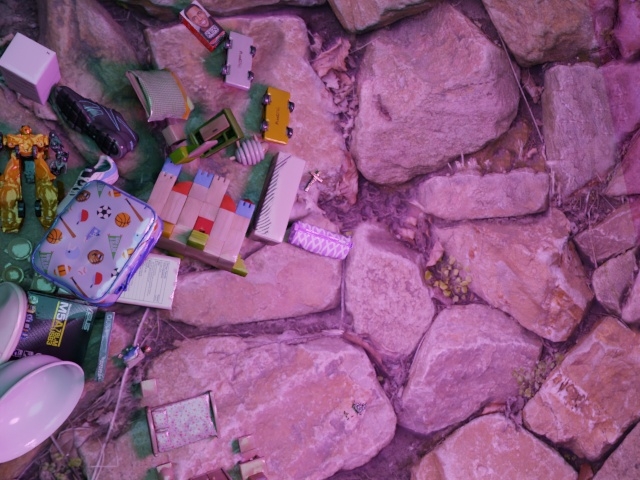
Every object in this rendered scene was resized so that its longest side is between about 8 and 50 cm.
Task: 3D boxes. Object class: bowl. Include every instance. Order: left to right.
[{"bbox_3d":[-0.762,0.397,1.480,0.134,0.297,0.297,33,72,20],"label":"bowl"}]

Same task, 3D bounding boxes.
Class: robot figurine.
[{"bbox_3d":[-0.797,-0.167,1.599,0.211,0.085,0.290,-3,86,-20],"label":"robot figurine"}]

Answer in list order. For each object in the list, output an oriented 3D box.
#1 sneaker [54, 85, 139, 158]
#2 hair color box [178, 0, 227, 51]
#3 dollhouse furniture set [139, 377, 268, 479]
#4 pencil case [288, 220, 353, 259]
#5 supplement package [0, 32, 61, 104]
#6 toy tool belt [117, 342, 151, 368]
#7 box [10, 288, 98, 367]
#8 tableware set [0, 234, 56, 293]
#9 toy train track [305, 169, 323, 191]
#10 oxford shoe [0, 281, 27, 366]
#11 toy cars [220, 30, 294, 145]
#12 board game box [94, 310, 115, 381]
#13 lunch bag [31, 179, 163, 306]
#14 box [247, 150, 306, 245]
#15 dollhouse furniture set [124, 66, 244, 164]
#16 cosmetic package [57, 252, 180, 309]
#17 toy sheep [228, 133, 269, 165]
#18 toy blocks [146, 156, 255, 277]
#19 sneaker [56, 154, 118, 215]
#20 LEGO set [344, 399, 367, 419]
[{"bbox_3d":[-0.643,-0.345,1.683,0.267,0.101,0.106,44,44,-5],"label":"sneaker"},{"bbox_3d":[-0.366,-0.669,1.828,0.141,0.043,0.072,44,73,-10],"label":"hair color box"},{"bbox_3d":[-0.319,0.540,1.648,0.304,0.174,0.355,-11,88,-21],"label":"dollhouse furniture set"},{"bbox_3d":[0.000,0.000,1.864,0.206,0.088,0.086,16,77,-17],"label":"pencil case"},{"bbox_3d":[-0.783,-0.459,1.584,0.105,0.179,0.105,29,75,-15],"label":"supplement package"},{"bbox_3d":[-0.528,0.319,1.661,0.083,0.052,0.051,-42,107,-19],"label":"toy tool belt"},{"bbox_3d":[-0.721,0.245,1.592,0.184,0.045,0.190,16,88,-15],"label":"box"},{"bbox_3d":[-0.792,0.073,1.610,0.169,0.020,0.141,21,79,-16],"label":"tableware set"},{"bbox_3d":[-0.025,-0.195,1.917,0.048,0.014,0.083,40,79,-19],"label":"toy train track"},{"bbox_3d":[-0.900,0.301,1.463,0.449,0.169,0.130,-60,148,-14],"label":"oxford shoe"},{"bbox_3d":[-0.207,-0.466,1.845,0.176,0.087,0.393,-36,93,-32],"label":"toy cars"},{"bbox_3d":[-0.590,0.286,1.602,0.026,0.126,0.186,9,82,-19],"label":"board game box"},{"bbox_3d":[-0.558,0.015,1.490,0.243,0.115,0.303,29,75,2],"label":"lunch bag"},{"bbox_3d":[-0.136,-0.127,1.818,0.094,0.113,0.274,19,77,-16],"label":"box"},{"bbox_3d":[-0.389,-0.391,1.688,0.301,0.151,0.197,62,26,-2],"label":"dollhouse furniture set"},{"bbox_3d":[-0.557,0.101,1.633,0.297,0.129,0.153,13,79,-17],"label":"cosmetic package"},{"bbox_3d":[-0.222,-0.276,1.818,0.132,0.091,0.091,-20,91,-6],"label":"toy sheep"},{"bbox_3d":[-0.352,-0.083,1.716,0.382,0.190,0.260,21,65,-9],"label":"toy blocks"},{"bbox_3d":[-0.648,-0.148,1.610,0.237,0.085,0.086,-63,150,-43],"label":"sneaker"},{"bbox_3d":[0.118,0.545,1.882,0.083,0.023,0.054,-45,100,-18],"label":"LEGO set"}]
